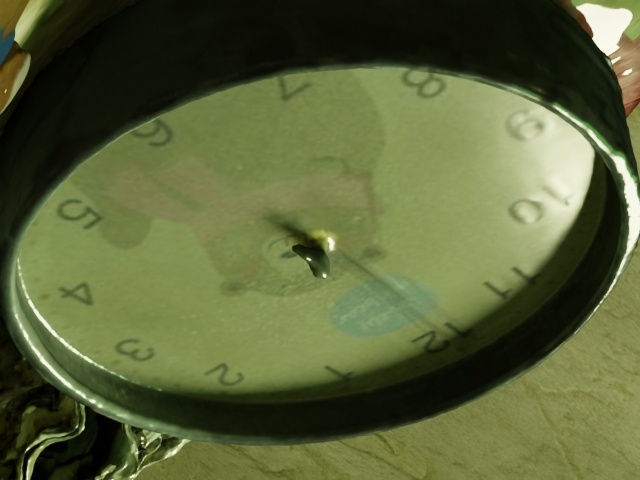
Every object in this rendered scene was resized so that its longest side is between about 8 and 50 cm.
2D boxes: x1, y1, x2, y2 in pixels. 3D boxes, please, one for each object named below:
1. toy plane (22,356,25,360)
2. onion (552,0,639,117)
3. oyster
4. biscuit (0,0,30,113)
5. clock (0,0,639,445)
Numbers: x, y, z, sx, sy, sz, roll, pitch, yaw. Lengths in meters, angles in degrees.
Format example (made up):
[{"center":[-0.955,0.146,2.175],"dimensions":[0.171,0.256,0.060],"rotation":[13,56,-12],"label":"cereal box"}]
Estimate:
[{"center":[-0.123,-0.015,0.758],"dimensions":[0.160,0.082,0.234],"rotation":[-55,-161,21],"label":"toy plane"},{"center":[0.056,-0.138,0.628],"dimensions":[0.252,0.219,0.252],"rotation":[-15,153,-8],"label":"onion"},{"center":[-0.140,0.075,0.827],"dimensions":[0.198,0.112,0.267],"rotation":[5,-133,41],"label":"oyster"},{"center":[-0.114,-0.021,0.345],"dimensions":[0.205,0.031,0.138],"rotation":[-47,-174,41],"label":"biscuit"},{"center":[0.000,0.000,0.569],"dimensions":[0.280,0.281,0.055],"rotation":[-49,-142,39],"label":"clock"}]
